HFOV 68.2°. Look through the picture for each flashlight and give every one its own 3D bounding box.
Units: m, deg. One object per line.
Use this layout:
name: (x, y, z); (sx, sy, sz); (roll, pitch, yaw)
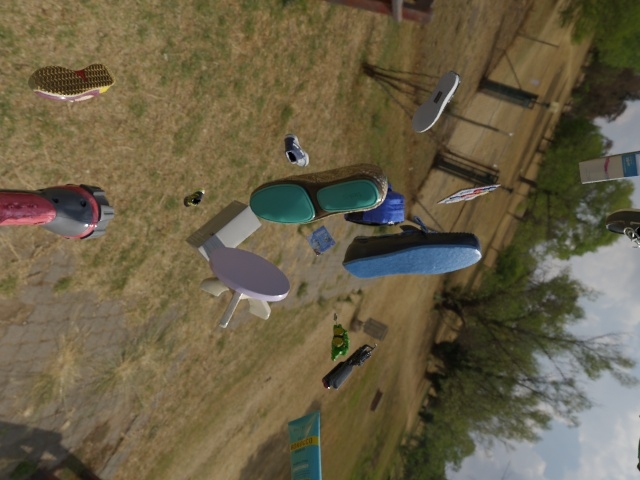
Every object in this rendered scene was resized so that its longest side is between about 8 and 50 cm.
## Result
flashlight: (-0.444, -0.042, 0.721); (0.103, 0.103, 0.304); (-24, -179, 8)

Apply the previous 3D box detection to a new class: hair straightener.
hair straightener: (0.110, 0.384, 1.461); (0.230, 0.089, 0.047); (-27, 99, -39)

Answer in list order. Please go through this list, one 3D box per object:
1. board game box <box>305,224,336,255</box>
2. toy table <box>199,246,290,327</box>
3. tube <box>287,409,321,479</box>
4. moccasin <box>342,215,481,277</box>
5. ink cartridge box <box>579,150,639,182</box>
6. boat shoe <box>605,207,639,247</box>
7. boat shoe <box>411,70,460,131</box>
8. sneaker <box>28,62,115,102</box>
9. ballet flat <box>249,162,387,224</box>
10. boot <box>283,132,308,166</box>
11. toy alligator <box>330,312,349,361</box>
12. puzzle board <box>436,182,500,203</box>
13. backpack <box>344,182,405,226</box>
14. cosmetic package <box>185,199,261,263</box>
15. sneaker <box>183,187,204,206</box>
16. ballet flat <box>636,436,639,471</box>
board game box: (0.000, 0.000, 1.881); (0.090, 0.090, 0.020); (-34, -176, 1)
toy table: (-0.256, 0.155, 1.563); (0.161, 0.274, 0.252); (-59, 175, 34)
tube: (-0.026, 0.425, 0.872); (0.052, 0.080, 0.207); (47, 26, -39)
moccasin: (0.207, 0.006, 1.134); (0.138, 0.341, 0.117); (54, 41, -46)
ink cartridge box: (0.655, -0.164, 1.045); (0.088, 0.122, 0.052); (-15, 95, -31)
boat shoe: (0.859, -0.029, 1.248); (0.079, 0.095, 0.254); (-60, -161, -6)
boat shoe: (0.247, -0.289, 0.998); (0.040, 0.049, 0.142); (-20, 150, -50)
sneaker: (-0.506, -0.306, 0.954); (0.083, 0.070, 0.185); (-24, -172, 33)
ballet flat: (-0.001, -0.066, 0.657); (0.067, 0.206, 0.073); (-54, 135, -51)
boot: (-0.098, -0.324, 1.839); (0.190, 0.069, 0.086); (53, 33, -57)
toy alligator: (0.061, 0.287, 1.414); (0.190, 0.051, 0.056); (-83, -177, -56)
puzzle board: (0.368, -0.114, 1.175); (0.128, 0.011, 0.096); (-10, 169, -25)
backpack: (0.122, -0.079, 1.032); (0.097, 0.120, 0.101); (-14, 109, -44)
cosmetic package: (-0.345, -0.031, 1.693); (0.238, 0.127, 0.107); (-46, 125, -18)
sneaker: (-0.330, -0.104, 1.218); (0.083, 0.031, 0.035); (-31, -133, 40)
ballet flat: (0.673, 0.462, 0.909); (0.091, 0.077, 0.241); (-45, 176, 32)
